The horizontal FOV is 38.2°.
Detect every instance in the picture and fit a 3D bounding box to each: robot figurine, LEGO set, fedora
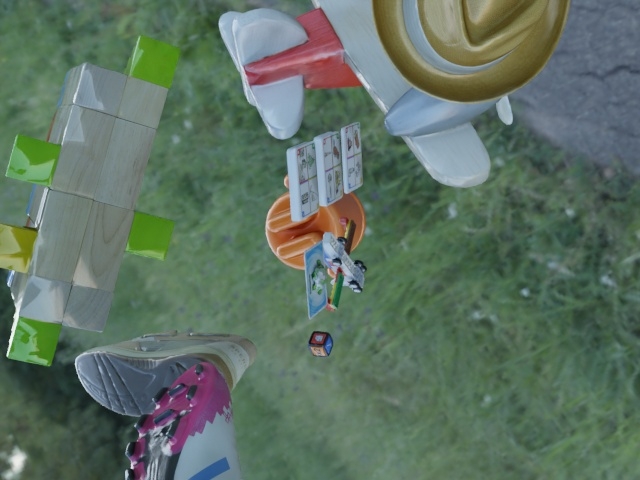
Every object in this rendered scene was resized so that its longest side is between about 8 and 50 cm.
[{"bbox_3d":[-0.004,-0.023,1.434,0.158,0.219,0.128,33,108,13],"label":"robot figurine"},{"bbox_3d":[0.000,0.000,1.042,0.060,0.182,0.244,2,107,24],"label":"LEGO set"},{"bbox_3d":[0.137,-0.211,0.773,0.079,0.194,0.194,-145,32,-79],"label":"fedora"}]

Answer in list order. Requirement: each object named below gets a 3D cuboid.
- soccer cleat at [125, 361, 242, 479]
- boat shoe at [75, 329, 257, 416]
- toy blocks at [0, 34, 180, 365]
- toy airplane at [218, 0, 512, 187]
[{"bbox_3d":[-0.129,0.268,0.961,0.143,0.116,0.331,45,-157,-21],"label":"soccer cleat"},{"bbox_3d":[-0.225,0.181,1.328,0.302,0.098,0.109,-9,109,35],"label":"boat shoe"},{"bbox_3d":[-0.297,-0.060,1.139,0.261,0.191,0.381,19,94,67],"label":"toy blocks"},{"bbox_3d":[0.071,-0.273,1.093,0.386,0.384,0.272,27,142,0],"label":"toy airplane"}]
